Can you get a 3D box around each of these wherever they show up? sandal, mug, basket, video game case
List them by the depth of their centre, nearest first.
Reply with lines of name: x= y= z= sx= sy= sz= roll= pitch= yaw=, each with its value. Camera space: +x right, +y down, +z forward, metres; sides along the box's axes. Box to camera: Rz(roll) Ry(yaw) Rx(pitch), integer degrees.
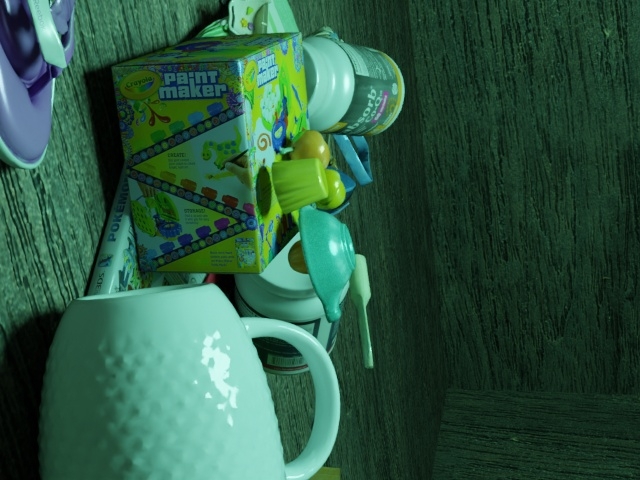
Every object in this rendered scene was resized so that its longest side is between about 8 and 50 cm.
sandal: x=-0.302 y=-0.284 z=1.014 sx=0.169 sy=0.102 sz=0.416 roll=-3 pitch=92 yaw=-75
mug: x=-0.143 y=0.215 z=1.134 sx=0.276 sy=0.374 sz=0.328 roll=-5 pitch=-88 yaw=61
video game case: x=-0.230 y=0.060 z=1.397 sx=0.329 sy=0.036 sz=0.300 roll=67 pitch=27 yaw=-56
basket: x=0.025 y=-0.268 z=1.949 sx=0.289 sy=0.201 sz=0.255 roll=55 pitch=11 yaw=-19

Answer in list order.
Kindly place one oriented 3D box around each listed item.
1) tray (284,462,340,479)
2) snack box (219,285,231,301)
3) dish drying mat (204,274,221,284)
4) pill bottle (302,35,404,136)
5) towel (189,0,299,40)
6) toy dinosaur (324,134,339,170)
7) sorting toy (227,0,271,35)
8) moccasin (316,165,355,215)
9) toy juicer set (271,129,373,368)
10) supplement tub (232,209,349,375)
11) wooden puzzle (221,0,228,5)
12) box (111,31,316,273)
tray: x=-0.041 y=0.569 z=2.004 sx=0.411 sy=0.076 sz=0.203 roll=41 pitch=50 yaw=-69
snack box: x=-0.165 y=0.128 z=1.560 sx=0.178 sy=0.022 sz=0.064 roll=-86 pitch=-177 yaw=-77
dish drying mat: x=-0.169 y=0.055 z=1.540 sx=0.083 sy=0.008 sz=0.032 roll=-71 pitch=157 yaw=-54
pill bottle: x=0.014 y=-0.260 z=1.641 sx=0.278 sy=0.162 sz=0.162 roll=-7 pitch=97 yaw=-58
towel: x=-0.111 y=-0.272 z=1.632 sx=0.325 sy=0.038 sz=0.248 roll=-49 pitch=125 yaw=-49
toy dinosaur: x=0.012 y=-0.197 z=2.272 sx=0.112 sy=0.064 sz=0.211 roll=-104 pitch=-161 yaw=-77
sorting toy: x=-0.120 y=-0.354 z=1.561 sx=0.075 sy=0.045 sz=0.083 roll=11 pitch=78 yaw=-48
moccasin: x=-0.077 y=-0.060 z=1.738 sx=0.342 sy=0.137 sz=0.117 roll=-15 pitch=131 yaw=-45
toy juicer set: x=0.000 y=0.000 z=1.361 sx=0.209 sy=0.089 sz=0.329 roll=-88 pitch=162 yaw=-59
supplement tub: x=-0.053 y=0.088 z=1.629 sx=0.272 sy=0.191 sz=0.191 roll=101 pitch=1 yaw=-53
wooden puzzle: x=-0.171 y=-0.451 z=1.677 sx=0.049 sy=0.006 sz=0.083 roll=16 pitch=75 yaw=-74
box: x=-0.132 y=-0.132 z=1.352 sx=0.290 sy=0.177 sz=0.279 roll=-51 pitch=139 yaw=-67
